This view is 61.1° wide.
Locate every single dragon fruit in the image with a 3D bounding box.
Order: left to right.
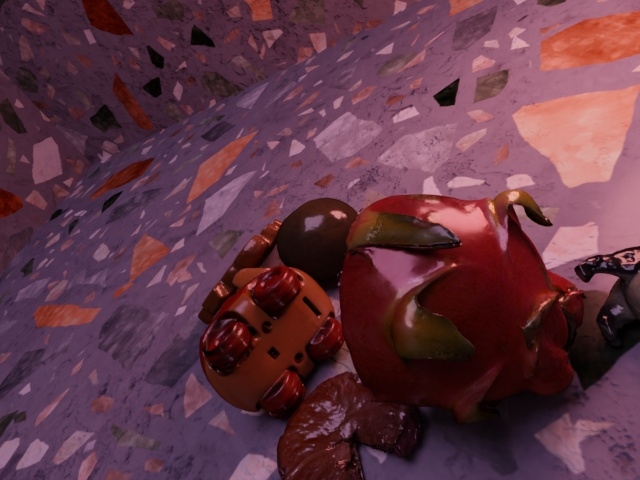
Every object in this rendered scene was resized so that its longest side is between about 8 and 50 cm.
[{"bbox_3d":[0.188,0.074,0.673,0.226,0.305,0.305,-2,45,38],"label":"dragon fruit"}]

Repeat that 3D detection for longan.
[{"bbox_3d":[0.000,0.000,1.065,0.187,0.167,0.167,-6,43,46],"label":"longan"}]

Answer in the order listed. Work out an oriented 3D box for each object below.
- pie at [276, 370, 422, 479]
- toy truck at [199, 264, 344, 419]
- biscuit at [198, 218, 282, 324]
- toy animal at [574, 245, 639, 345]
[{"bbox_3d":[0.032,0.281,0.767,0.205,0.054,0.218,9,53,49],"label":"pie"},{"bbox_3d":[-0.104,0.156,0.951,0.264,0.189,0.239,-50,25,-22],"label":"toy truck"},{"bbox_3d":[-0.150,0.049,1.174,0.284,0.043,0.306,-52,1,40],"label":"biscuit"},{"bbox_3d":[0.405,0.095,0.624,0.121,0.093,0.225,-22,32,6],"label":"toy animal"}]
